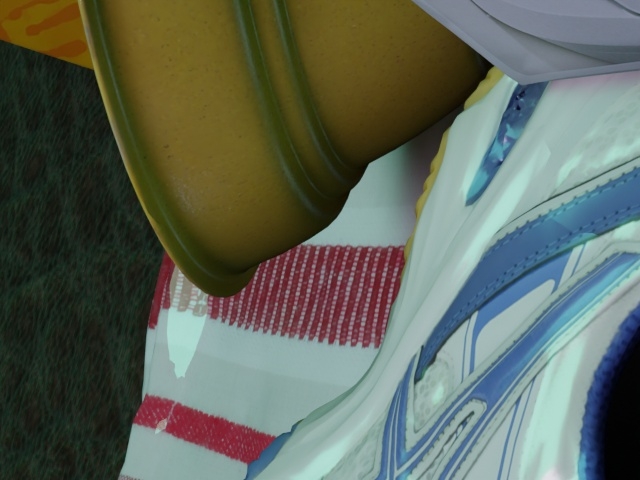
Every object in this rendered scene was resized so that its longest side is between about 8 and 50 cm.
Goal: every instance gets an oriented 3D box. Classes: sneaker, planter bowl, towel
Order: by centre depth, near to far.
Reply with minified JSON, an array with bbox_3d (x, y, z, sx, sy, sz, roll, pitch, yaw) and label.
[{"bbox_3d":[0.044,0.085,0.452,0.296,0.112,0.131,-67,27,16],"label":"sneaker"},{"bbox_3d":[0.004,-0.096,0.531,0.217,0.090,0.217,-6,-90,-79],"label":"planter bowl"},{"bbox_3d":[0.000,0.000,0.674,0.237,0.037,0.329,2,78,63],"label":"towel"}]

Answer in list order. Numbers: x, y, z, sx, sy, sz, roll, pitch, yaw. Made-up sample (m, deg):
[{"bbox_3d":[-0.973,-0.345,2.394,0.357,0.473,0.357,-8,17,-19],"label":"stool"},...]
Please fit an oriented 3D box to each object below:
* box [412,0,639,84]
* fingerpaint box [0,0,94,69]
[{"bbox_3d":[0.120,-0.173,0.352,0.231,0.127,0.262,1,63,57],"label":"box"},{"bbox_3d":[-0.185,-0.341,0.850,0.444,0.371,0.163,-67,25,14],"label":"fingerpaint box"}]
